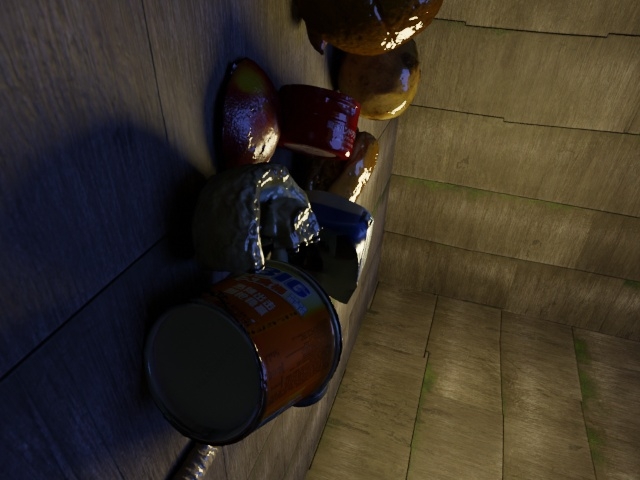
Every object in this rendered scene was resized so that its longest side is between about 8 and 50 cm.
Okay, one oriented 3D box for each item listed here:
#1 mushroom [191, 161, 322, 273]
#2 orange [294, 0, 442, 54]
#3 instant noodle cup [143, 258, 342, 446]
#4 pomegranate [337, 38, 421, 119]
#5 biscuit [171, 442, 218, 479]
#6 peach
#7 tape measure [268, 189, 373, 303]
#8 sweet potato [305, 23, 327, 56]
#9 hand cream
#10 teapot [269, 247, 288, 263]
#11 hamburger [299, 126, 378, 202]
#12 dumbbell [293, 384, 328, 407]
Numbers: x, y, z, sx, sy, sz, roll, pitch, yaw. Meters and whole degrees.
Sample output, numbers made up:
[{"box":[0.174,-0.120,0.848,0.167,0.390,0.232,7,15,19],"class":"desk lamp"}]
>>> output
[{"box":[-0.125,-0.049,0.773,0.267,0.190,0.163,-28,110,-54],"class":"mushroom"},{"box":[0.078,-0.545,0.836,0.357,0.322,0.322,51,48,-37],"class":"orange"},{"box":[-0.135,0.186,0.749,0.214,0.297,0.296,-14,115,-65],"class":"instant noodle cup"},{"box":[0.181,-0.515,1.374,0.281,0.281,0.281,12,90,-76],"class":"pomegranate"},{"box":[-0.274,0.487,0.879,0.219,0.055,0.061,-55,143,-56],"class":"biscuit"},{"box":[-0.126,-0.199,0.849,0.189,0.068,0.279,-59,157,-47],"class":"peach"},{"box":[0.002,0.000,1.113,0.138,0.262,0.259,-56,162,-36],"class":"tape measure"},{"box":[-0.011,-0.541,1.017,0.068,0.068,0.226,-47,133,-64],"class":"sweet potato"},{"box":[-0.012,-0.258,0.986,0.193,0.193,0.125,-6,108,-75],"class":"hand cream"},{"box":[-0.119,0.214,1.048,0.240,0.321,0.239,-25,160,-20],"class":"teapot"},{"box":[0.054,-0.184,1.254,0.318,0.158,0.318,-61,178,-3],"class":"hamburger"},{"box":[-0.062,0.338,1.307,0.185,0.185,0.388,-61,159,-48],"class":"dumbbell"}]
